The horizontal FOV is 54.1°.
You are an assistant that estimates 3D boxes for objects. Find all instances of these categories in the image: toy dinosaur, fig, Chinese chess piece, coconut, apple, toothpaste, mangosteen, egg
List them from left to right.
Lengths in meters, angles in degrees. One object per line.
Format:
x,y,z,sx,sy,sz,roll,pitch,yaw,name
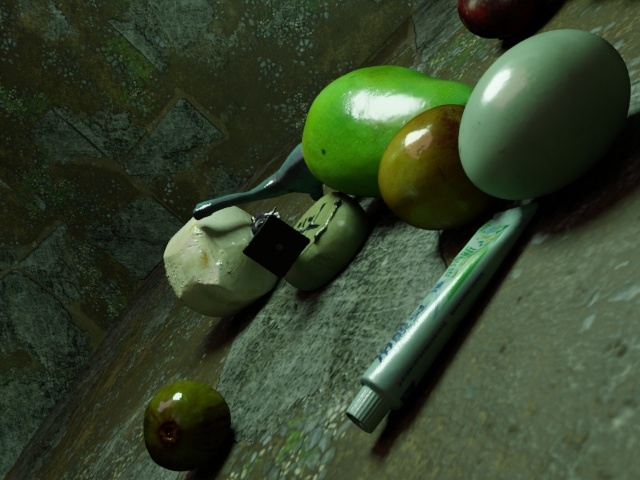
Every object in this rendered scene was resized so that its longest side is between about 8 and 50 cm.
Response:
-0.186,0.273,0.944,0.124,0.124,0.236,-49,-10,-7,fig
-0.201,0.038,1.299,0.241,0.241,0.241,-43,15,15,coconut
-0.032,-0.154,1.205,0.383,0.129,0.330,-39,-16,36,toy dinosaur
0.000,0.000,1.110,0.188,0.083,0.188,-44,19,19,Chinese chess piece
0.152,-0.092,0.798,0.147,0.146,0.163,-42,17,37,apple
0.128,0.070,0.647,0.297,0.048,0.074,-49,11,-20,toothpaste
0.336,-0.479,1.182,0.200,0.200,0.200,-43,15,15,mangosteen
0.230,-0.129,0.655,0.192,0.149,0.149,-50,14,8,egg

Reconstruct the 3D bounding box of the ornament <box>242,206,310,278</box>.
-0.082,-0.008,1.078,0.088,0.081,0.203,-52,13,1,ornament

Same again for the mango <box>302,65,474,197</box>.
0.112,-0.179,1.014,0.225,0.201,0.381,-51,26,-20,mango
